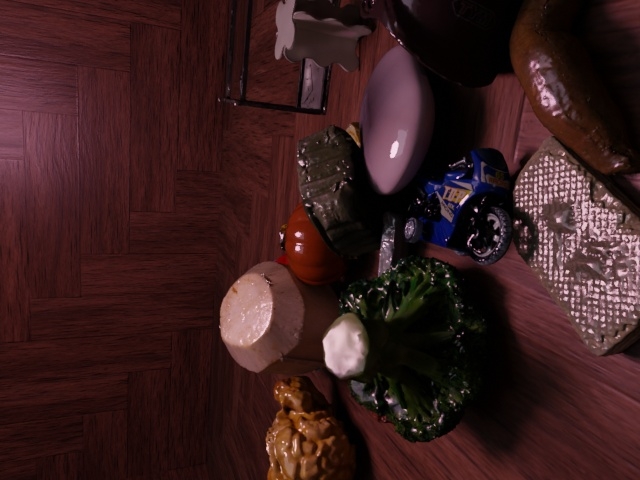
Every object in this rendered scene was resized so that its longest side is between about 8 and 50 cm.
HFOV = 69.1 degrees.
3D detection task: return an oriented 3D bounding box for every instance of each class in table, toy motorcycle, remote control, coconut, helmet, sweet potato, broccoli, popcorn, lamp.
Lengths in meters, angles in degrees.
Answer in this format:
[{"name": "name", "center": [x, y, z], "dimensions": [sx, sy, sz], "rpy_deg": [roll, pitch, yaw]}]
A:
[{"name": "table", "center": [-0.128, -0.551, 1.337], "dimensions": [0.222, 0.272, 0.335], "rpy_deg": [-142, 56, -61]}, {"name": "toy motorcycle", "center": [0.215, -0.064, 0.750], "dimensions": [0.315, 0.113, 0.168], "rpy_deg": [-147, 70, -72]}, {"name": "remote control", "center": [0.137, -0.232, 0.881], "dimensions": [0.221, 0.104, 0.332], "rpy_deg": [117, 159, -45]}, {"name": "coconut", "center": [-0.098, 0.210, 1.229], "dimensions": [0.323, 0.323, 0.322], "rpy_deg": [180, 90, -67]}, {"name": "helmet", "center": [0.190, -0.364, 0.667], "dimensions": [0.177, 0.225, 0.305], "rpy_deg": [-57, 31, 33]}, {"name": "sweet potato", "center": [0.302, -0.205, 0.561], "dimensions": [0.112, 0.085, 0.285], "rpy_deg": [-20, 66, 17]}, {"name": "broccoli", "center": [0.125, 0.157, 0.744], "dimensions": [0.298, 0.297, 0.297], "rpy_deg": [-15, 65, 35]}, {"name": "table", "center": [0.007, -0.499, 1.114], "dimensions": [0.166, 0.198, 0.166], "rpy_deg": [180, 90, -66]}, {"name": "popcorn", "center": [-0.030, 0.510, 1.175], "dimensions": [0.265, 0.225, 0.332], "rpy_deg": [80, 174, -57]}, {"name": "lamp", "center": [0.000, 0.000, 1.131], "dimensions": [0.223, 0.197, 0.223], "rpy_deg": [5, -90, -74]}]

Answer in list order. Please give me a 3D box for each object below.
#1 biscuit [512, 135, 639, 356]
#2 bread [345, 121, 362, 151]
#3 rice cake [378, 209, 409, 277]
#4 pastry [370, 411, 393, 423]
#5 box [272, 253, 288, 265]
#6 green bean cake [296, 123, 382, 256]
[{"name": "biscuit", "center": [0.318, -0.003, 0.572], "dimensions": [0.150, 0.052, 0.252], "rpy_deg": [113, 149, -41]}, {"name": "bread", "center": [0.084, -0.206, 1.105], "dimensions": [0.156, 0.064, 0.117], "rpy_deg": [136, 134, -61]}, {"name": "rice cake", "center": [0.147, 0.052, 0.930], "dimensions": [0.040, 0.085, 0.226], "rpy_deg": [9, 101, 31]}, {"name": "pastry", "center": [0.136, 0.273, 0.946], "dimensions": [0.115, 0.097, 0.208], "rpy_deg": [180, 89, -77]}, {"name": "box", "center": [-0.115, 0.162, 1.535], "dimensions": [0.313, 0.089, 0.197], "rpy_deg": [150, 116, -64]}, {"name": "green bean cake", "center": [0.044, -0.092, 0.939], "dimensions": [0.222, 0.125, 0.227], "rpy_deg": [47, -152, -56]}]
